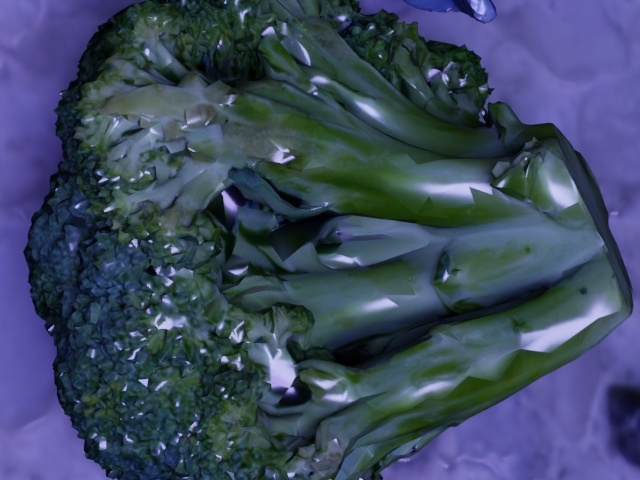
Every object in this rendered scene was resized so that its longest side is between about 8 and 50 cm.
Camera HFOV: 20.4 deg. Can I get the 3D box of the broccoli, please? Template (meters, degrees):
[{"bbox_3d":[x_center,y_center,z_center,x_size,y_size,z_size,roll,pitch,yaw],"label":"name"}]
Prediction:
[{"bbox_3d":[0.000,0.000,0.745,0.245,0.294,0.265,-11,134,11],"label":"broccoli"}]

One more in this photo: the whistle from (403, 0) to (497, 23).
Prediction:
[{"bbox_3d":[-0.008,-0.227,0.800,0.062,0.062,0.304,-39,105,-18],"label":"whistle"}]
